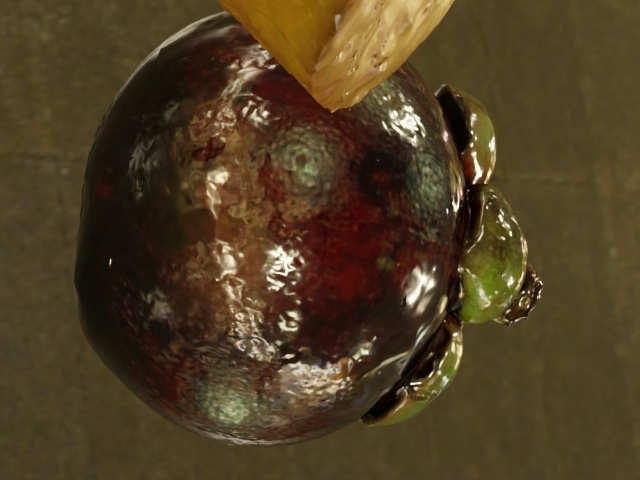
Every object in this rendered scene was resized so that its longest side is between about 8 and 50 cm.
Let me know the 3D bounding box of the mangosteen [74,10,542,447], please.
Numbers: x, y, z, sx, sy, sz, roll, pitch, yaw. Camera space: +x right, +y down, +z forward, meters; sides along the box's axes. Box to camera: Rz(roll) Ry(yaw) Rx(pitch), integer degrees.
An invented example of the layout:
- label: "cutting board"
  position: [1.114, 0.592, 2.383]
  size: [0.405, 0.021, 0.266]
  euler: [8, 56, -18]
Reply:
- label: "mangosteen"
  position: [-0.014, -0.004, 1.111]
  size: [0.300, 0.300, 0.300]
  euler: [21, 63, -51]

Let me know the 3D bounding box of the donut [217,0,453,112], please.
- label: "donut"
  position: [0.036, -0.195, 0.795]
  size: [0.108, 0.277, 0.277]
  euler: [34, 40, 7]
